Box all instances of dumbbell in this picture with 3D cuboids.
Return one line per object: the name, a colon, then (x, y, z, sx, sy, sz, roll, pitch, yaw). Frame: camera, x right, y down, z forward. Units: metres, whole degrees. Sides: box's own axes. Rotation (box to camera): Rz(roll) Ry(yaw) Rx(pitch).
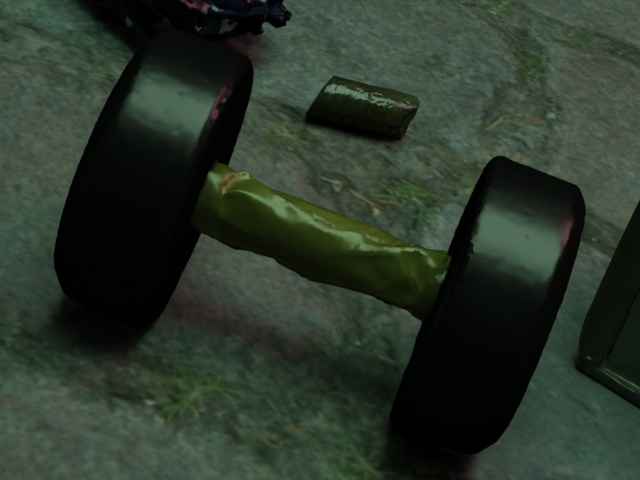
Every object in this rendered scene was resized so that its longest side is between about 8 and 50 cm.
dumbbell: (0.000, 0.000, 1.182, 0.322, 0.203, 0.203, 21, 34, 2)

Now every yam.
yam: (0.037, -0.118, 1.512, 0.094, 0.043, 0.043, 15, 34, -10)

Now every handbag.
handbag: (-0.145, -0.262, 1.564, 0.162, 0.113, 0.260, -25, 55, -39)

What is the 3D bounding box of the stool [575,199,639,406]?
stool: (0.369, 0.036, 1.278, 0.270, 0.243, 0.170, 33, 36, 19)
